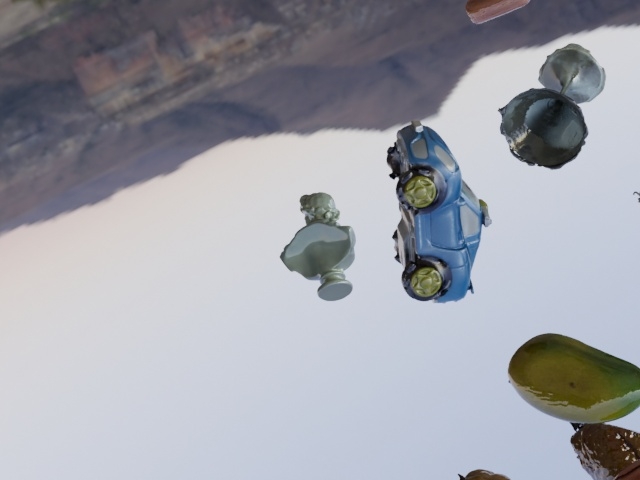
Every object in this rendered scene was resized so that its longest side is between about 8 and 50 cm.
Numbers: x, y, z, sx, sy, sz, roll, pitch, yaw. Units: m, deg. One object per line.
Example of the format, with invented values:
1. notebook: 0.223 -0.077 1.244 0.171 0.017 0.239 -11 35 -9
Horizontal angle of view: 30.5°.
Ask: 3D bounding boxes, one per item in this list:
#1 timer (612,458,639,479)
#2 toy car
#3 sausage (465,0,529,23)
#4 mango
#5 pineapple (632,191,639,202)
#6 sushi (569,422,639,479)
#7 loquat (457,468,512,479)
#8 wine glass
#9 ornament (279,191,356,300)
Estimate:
1. timer: 0.570 0.464 1.888 0.230 0.229 0.215 -27 -143 1
2. toy car: 0.200 -0.049 1.977 0.166 0.314 0.198 -7 -159 -3
3. sausage: 0.214 -0.288 1.416 0.083 0.034 0.034 -17 -166 38
4. mango: 0.424 0.237 1.950 0.237 0.137 0.091 24 -166 32
5. pineapple: 0.722 0.071 2.114 0.209 0.286 0.344 -19 -132 13
6. sushi: 0.572 0.426 2.138 0.149 0.287 0.140 -32 169 -25
7. loquat: 0.244 0.400 1.723 0.137 0.137 0.113 -29 -173 -12
8. wine glass: 0.322 -0.191 1.591 0.122 0.122 0.183 -20 -157 35
9. ornament: 0.001 0.003 0.968 0.068 0.092 0.041 0 163 38
